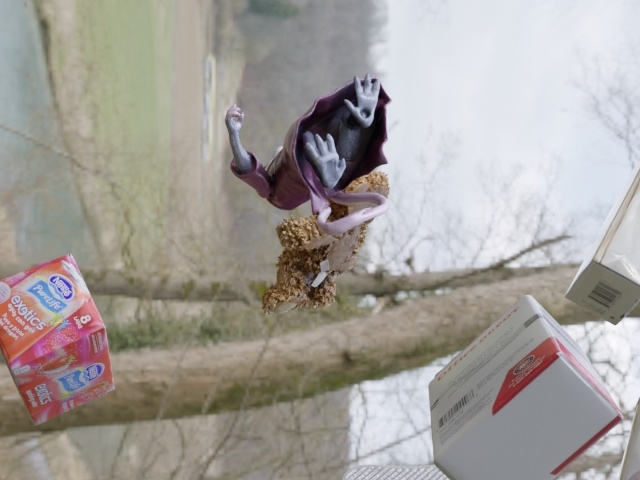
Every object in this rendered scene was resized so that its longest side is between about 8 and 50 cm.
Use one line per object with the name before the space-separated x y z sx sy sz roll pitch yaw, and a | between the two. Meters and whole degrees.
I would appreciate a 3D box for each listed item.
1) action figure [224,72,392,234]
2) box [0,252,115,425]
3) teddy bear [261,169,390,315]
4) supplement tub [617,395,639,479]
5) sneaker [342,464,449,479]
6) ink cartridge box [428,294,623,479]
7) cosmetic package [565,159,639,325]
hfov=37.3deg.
action figure | -0.006 -0.121 1.550 0.370 0.248 0.276 -34 -104 62
box | -0.363 0.140 1.278 0.123 0.128 0.257 59 -21 19
teddy bear | 0.000 0.000 1.740 0.113 0.245 0.338 46 -46 34
supplement tub | 0.513 0.292 1.210 0.331 0.241 0.241 -45 146 -53
sneaker | 0.175 0.463 1.609 0.102 0.282 0.161 -72 166 -51
ink cartridge box | 0.244 0.199 1.195 0.197 0.114 0.273 -44 -175 11
cosmetic package | 0.584 -0.014 1.756 0.309 0.113 0.160 -55 169 -29
